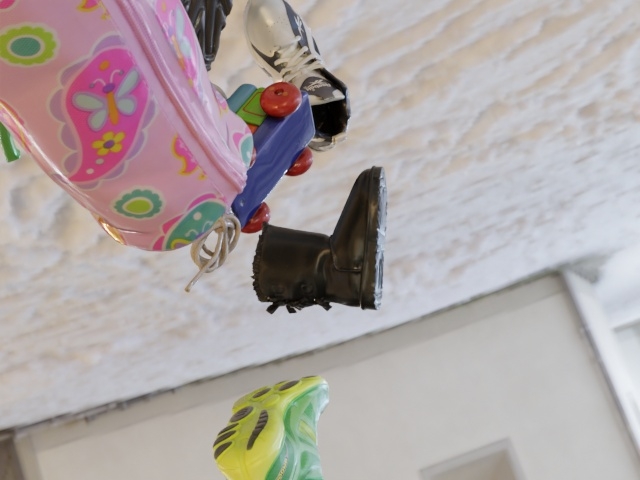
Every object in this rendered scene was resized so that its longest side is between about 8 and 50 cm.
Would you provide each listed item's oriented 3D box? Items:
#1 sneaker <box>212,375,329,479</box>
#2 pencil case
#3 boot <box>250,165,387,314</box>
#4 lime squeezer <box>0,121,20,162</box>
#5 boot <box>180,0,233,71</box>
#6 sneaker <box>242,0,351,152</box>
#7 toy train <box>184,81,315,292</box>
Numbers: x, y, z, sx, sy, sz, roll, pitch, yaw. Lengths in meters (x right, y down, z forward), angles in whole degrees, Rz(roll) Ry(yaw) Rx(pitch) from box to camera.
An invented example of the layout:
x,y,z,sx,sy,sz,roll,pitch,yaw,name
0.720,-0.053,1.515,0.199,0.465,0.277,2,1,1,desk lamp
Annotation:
x,y,z,sx,sy,sz,roll,pitch,yaw,name
-0.052,0.248,1.279,0.109,0.124,0.295,-16,-172,17,sneaker
-0.127,-0.107,0.571,0.124,0.124,0.284,-21,146,2,pencil case
0.000,0.000,0.824,0.099,0.121,0.045,4,177,14,boot
-0.377,-0.163,1.078,0.110,0.059,0.310,1,163,26,lime squeezer
-0.273,-0.389,1.272,0.445,0.367,0.146,24,178,38,boot
-0.022,-0.226,1.419,0.094,0.235,0.153,-21,-166,-14,sneaker
-0.121,-0.064,1.048,0.248,0.143,0.105,-55,150,-32,toy train
